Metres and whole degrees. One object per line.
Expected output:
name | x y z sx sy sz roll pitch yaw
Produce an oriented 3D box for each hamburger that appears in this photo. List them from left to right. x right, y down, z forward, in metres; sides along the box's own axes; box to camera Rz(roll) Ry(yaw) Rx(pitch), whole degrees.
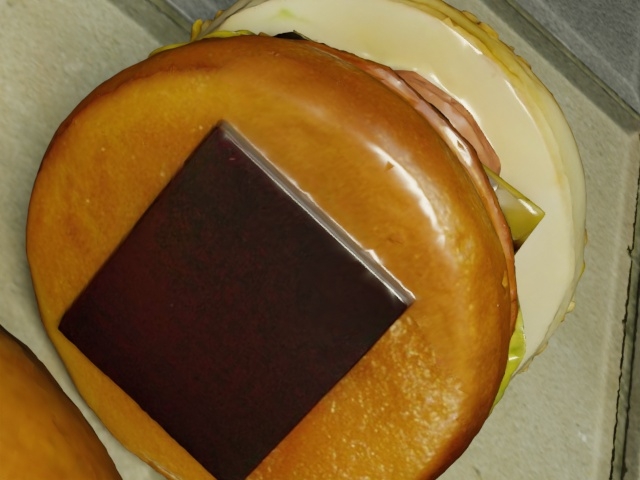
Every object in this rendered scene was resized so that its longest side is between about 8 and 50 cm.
hamburger | 0.000 0.000 0.982 0.291 0.291 0.225 50 31 -5

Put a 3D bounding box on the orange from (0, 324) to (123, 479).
orange | -0.203 0.120 0.681 0.310 0.274 0.274 6 45 4
